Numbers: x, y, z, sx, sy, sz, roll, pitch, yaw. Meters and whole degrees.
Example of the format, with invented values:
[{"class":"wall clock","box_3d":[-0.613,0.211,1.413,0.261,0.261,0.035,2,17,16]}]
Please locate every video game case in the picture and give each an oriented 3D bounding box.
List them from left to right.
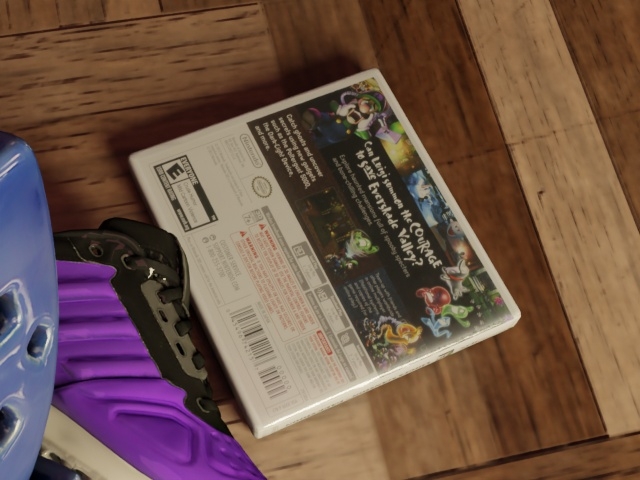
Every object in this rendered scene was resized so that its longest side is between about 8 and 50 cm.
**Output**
[{"class":"video game case","box_3d":[0.000,0.000,0.695,0.173,0.022,0.190,-22,69,-16]}]

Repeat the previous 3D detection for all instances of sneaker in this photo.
[{"class":"sneaker","box_3d":[-0.101,0.063,0.607,0.293,0.102,0.146,32,65,8]}]

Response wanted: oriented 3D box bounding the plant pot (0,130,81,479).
[{"class":"plant pot","box_3d":[-0.244,0.083,0.448,0.236,0.212,0.236,14,39,26]}]
